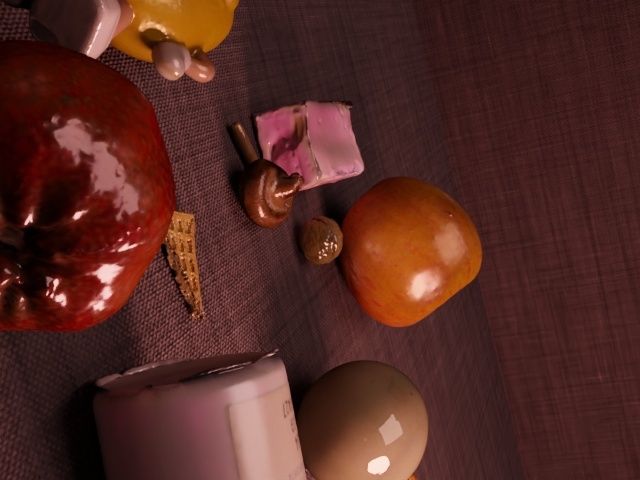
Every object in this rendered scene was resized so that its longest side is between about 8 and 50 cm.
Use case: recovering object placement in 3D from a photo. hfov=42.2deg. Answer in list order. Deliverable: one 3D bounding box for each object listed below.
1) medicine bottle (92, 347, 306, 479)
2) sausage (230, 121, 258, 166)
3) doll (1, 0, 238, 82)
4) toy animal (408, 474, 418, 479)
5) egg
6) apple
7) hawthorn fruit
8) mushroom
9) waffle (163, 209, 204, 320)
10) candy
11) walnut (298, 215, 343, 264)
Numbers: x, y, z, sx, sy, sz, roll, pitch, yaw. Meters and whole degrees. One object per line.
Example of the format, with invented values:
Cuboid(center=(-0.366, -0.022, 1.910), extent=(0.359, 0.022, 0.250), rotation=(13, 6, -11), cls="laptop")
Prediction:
Cuboid(center=(-0.112, 0.318, 0.901), extent=(0.213, 0.214, 0.378), rotation=(-5, 84, -69), cls="medicine bottle")
Cuboid(center=(-0.118, -0.140, 1.380), extent=(0.024, 0.024, 0.132), rotation=(-72, 145, -52), cls="sausage")
Cuboid(center=(-0.247, -0.322, 0.979), extent=(0.348, 0.161, 0.423), rotation=(44, 29, -30), cls="doll")
Cuboid(center=(0.133, 0.489, 1.638), extent=(0.255, 0.116, 0.114), rotation=(59, -3, -32), cls="toy animal")
Cuboid(center=(0.068, 0.309, 1.368), extent=(0.269, 0.219, 0.219), rotation=(-13, 92, -65), cls="egg")
Cuboid(center=(0.172, 0.020, 1.705), extent=(0.275, 0.299, 0.299), rotation=(47, 22, 4), cls="apple")
Cuboid(center=(-0.258, -0.057, 0.738), extent=(0.300, 0.254, 0.254), rotation=(-120, -173, -63), cls="hawthorn fruit")
Cuboid(center=(-0.087, -0.079, 1.348), extent=(0.109, 0.085, 0.126), rotation=(-54, 146, -5), cls="mushroom")
Cuboid(center=(-0.192, 0.031, 1.104), extent=(0.097, 0.023, 0.152), rotation=(13, 68, -66), cls="waffle")
Cuboid(center=(-0.013, -0.177, 1.538), extent=(0.265, 0.116, 0.155), rotation=(-25, 103, -69), cls="candy")
Cuboid(center=(0.000, 0.000, 1.537), extent=(0.092, 0.092, 0.092), rotation=(-11, 90, -69), cls="walnut")
